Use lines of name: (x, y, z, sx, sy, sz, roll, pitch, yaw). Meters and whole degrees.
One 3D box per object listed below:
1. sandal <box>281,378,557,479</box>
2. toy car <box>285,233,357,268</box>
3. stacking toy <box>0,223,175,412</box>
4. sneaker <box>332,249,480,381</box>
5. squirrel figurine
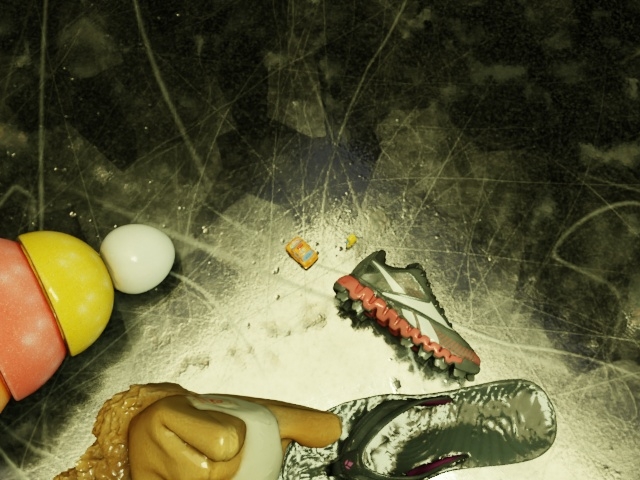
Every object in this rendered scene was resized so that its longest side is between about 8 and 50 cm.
sandal: (0.150, 0.304, 1.120, 0.445, 0.107, 0.168, -15, 72, -3)
toy car: (0.000, 0.000, 1.259, 0.122, 0.040, 0.060, -27, 73, -7)
stacking toy: (-0.454, 0.103, 1.146, 0.479, 0.351, 0.351, -22, 72, -26)
sneaker: (0.160, 0.115, 1.187, 0.276, 0.098, 0.135, 36, 78, 13)
squirrel figurine: (-0.205, 0.410, 1.044, 0.396, 0.281, 0.371, 7, 87, 27)
